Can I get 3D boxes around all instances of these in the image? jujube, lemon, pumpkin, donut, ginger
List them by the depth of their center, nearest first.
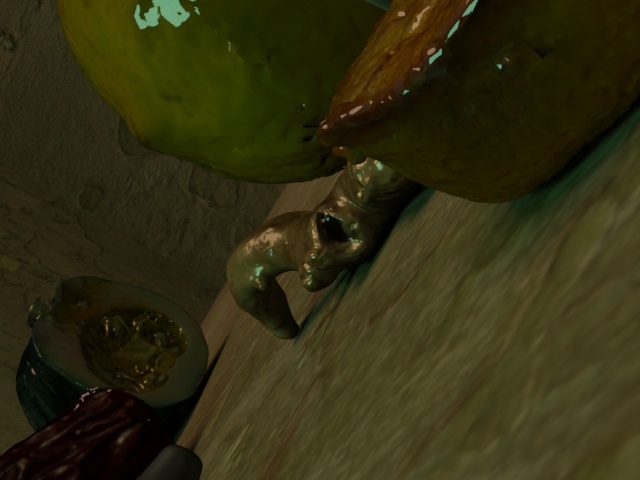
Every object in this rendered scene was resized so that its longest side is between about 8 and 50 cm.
[{"bbox_3d":[0.079,-0.091,0.375,0.190,0.074,0.174,-51,8,36],"label":"donut"},{"bbox_3d":[0.000,0.000,0.711,0.288,0.075,0.089,-46,19,56],"label":"ginger"},{"bbox_3d":[-0.039,-0.233,0.918,0.387,0.349,0.350,-54,3,-17],"label":"lemon"},{"bbox_3d":[-0.276,0.295,1.080,0.342,0.216,0.216,-56,1,-38],"label":"jujube"},{"bbox_3d":[-0.315,0.208,1.579,0.293,0.263,0.197,-68,4,-66],"label":"pumpkin"}]

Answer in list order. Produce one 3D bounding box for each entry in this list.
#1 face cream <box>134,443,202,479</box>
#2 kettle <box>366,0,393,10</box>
[{"bbox_3d":[-0.136,0.235,0.508,0.311,0.092,0.092,-60,5,-25],"label":"face cream"},{"bbox_3d":[0.077,-0.273,0.483,0.265,0.205,0.318,-16,-28,-41],"label":"kettle"}]
